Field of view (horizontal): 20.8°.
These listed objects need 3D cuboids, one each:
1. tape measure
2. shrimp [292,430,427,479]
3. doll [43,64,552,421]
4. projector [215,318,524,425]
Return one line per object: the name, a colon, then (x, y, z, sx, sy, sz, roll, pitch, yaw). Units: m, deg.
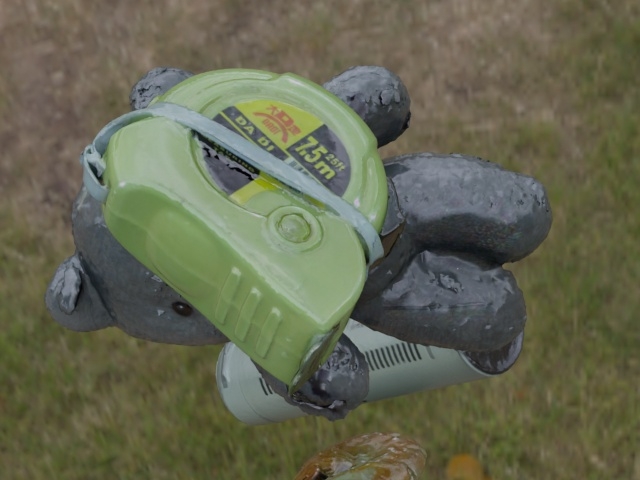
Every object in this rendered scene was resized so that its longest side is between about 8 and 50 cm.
tape measure: (-0.036, -0.022, 0.950, 0.177, 0.087, 0.154, 39, 52, 10)
shrimp: (0.014, 0.248, 1.747, 0.217, 0.051, 0.115, -27, 24, -37)
doll: (-0.002, 0.002, 1.178, 0.340, 0.246, 0.158, 14, 16, -9)
projector: (0.042, 0.111, 1.735, 0.337, 0.108, 0.108, -17, 39, 44)
